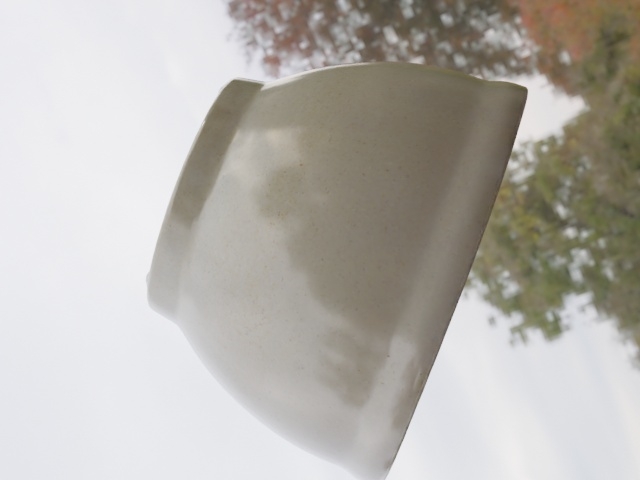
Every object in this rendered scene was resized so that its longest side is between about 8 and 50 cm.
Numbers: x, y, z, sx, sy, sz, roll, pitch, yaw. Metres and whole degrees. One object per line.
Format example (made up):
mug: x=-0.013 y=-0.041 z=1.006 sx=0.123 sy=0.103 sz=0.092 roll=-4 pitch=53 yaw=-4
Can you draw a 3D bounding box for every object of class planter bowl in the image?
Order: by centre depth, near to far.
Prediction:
planter bowl: x=0.000 y=0.000 z=0.505 sx=0.162 sy=0.109 sz=0.162 roll=20 pitch=-90 yaw=-87
